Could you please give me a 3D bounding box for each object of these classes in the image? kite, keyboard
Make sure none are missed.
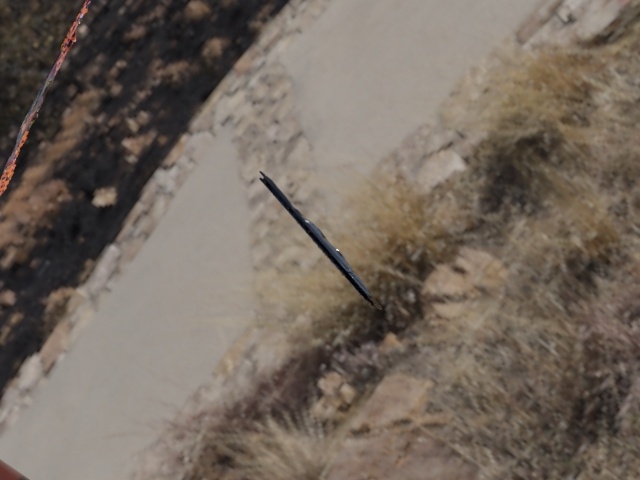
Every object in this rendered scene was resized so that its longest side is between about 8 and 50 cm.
[{"bbox_3d":[-0.254,-0.114,1.039,0.125,0.008,0.222,-8,58,67],"label":"kite"},{"bbox_3d":[-0.001,0.001,1.308,0.015,0.074,0.196,-39,69,-4],"label":"keyboard"}]

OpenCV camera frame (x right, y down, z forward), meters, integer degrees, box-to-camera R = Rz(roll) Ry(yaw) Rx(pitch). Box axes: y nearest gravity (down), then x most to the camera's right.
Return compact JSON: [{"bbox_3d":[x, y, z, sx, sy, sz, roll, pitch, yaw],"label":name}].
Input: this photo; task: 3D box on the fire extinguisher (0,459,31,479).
[{"bbox_3d":[-0.278,0.271,1.101,0.105,0.269,0.105,-51,10,13],"label":"fire extinguisher"}]
